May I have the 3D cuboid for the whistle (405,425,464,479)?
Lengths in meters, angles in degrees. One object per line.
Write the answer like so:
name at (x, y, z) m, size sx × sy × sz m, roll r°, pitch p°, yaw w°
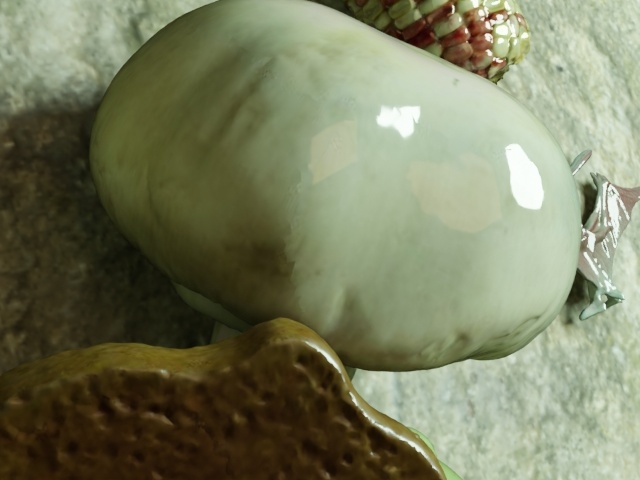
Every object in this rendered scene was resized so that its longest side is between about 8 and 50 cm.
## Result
whistle at (0.079, 0.213, 0.699) m, size 0.288 × 0.131 × 0.106 m, roll 46°, pitch 27°, yaw -10°

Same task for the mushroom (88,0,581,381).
mushroom at (0.000, 0.000, 0.697) m, size 0.260 × 0.234 × 0.254 m, roll 29°, pitch 15°, yaw 23°

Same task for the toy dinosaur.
toy dinosaur at (0.180, -0.002, 0.898) m, size 0.220 × 0.032 × 0.108 m, roll -21°, pitch 81°, yaw -45°

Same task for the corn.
corn at (0.028, -0.216, 0.844) m, size 0.098 × 0.098 × 0.290 m, roll -36°, pitch 91°, yaw -36°

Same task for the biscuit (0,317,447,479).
biscuit at (-0.058, 0.172, 0.599) m, size 0.257 × 0.049 × 0.273 m, roll -18°, pitch 105°, yaw -6°
